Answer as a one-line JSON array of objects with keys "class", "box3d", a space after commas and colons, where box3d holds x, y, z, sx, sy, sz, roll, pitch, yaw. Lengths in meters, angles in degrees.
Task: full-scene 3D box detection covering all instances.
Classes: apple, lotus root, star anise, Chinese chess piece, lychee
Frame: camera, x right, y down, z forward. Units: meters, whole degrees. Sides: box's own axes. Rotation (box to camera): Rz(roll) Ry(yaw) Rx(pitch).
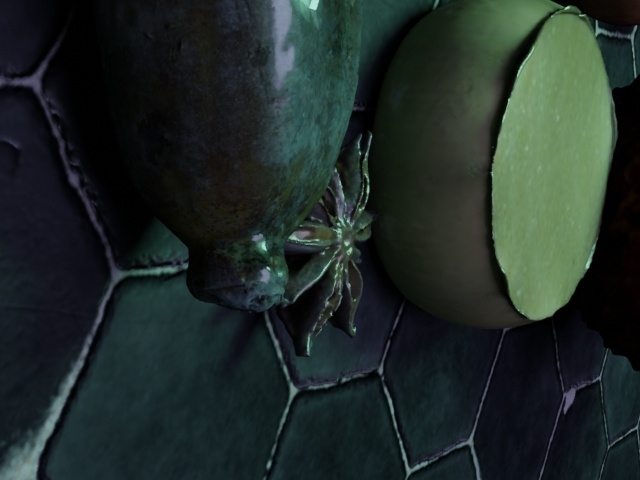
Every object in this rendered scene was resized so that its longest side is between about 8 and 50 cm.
[{"class": "apple", "box3d": [0.368, -0.340, 1.271, 0.153, 0.120, 0.153, -4, 95, -57]}, {"class": "lotus root", "box3d": [-0.061, -0.126, 0.670, 0.175, 0.175, 0.349, -19, 117, -52]}, {"class": "star anise", "box3d": [0.000, 0.000, 0.866, 0.182, 0.065, 0.195, -46, 129, -47]}, {"class": "Chinese chess piece", "box3d": [0.182, -0.078, 1.044, 0.338, 0.141, 0.338, -21, 116, -53]}, {"class": "lychee", "box3d": [0.477, -0.041, 1.244, 0.424, 0.425, 0.500, -55, 132, -33]}]
